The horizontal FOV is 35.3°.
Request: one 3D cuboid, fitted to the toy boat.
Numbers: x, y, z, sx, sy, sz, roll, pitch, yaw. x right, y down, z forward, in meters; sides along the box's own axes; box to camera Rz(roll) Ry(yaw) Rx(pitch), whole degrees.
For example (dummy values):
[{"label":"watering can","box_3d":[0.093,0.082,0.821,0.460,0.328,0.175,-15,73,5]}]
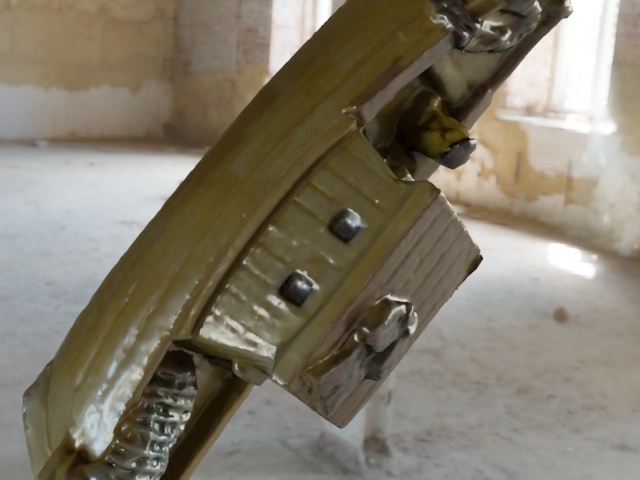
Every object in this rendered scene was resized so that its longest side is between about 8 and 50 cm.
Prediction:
[{"label":"toy boat","box_3d":[0.000,0.000,0.441,0.121,0.321,0.089,38,-4,35]}]
